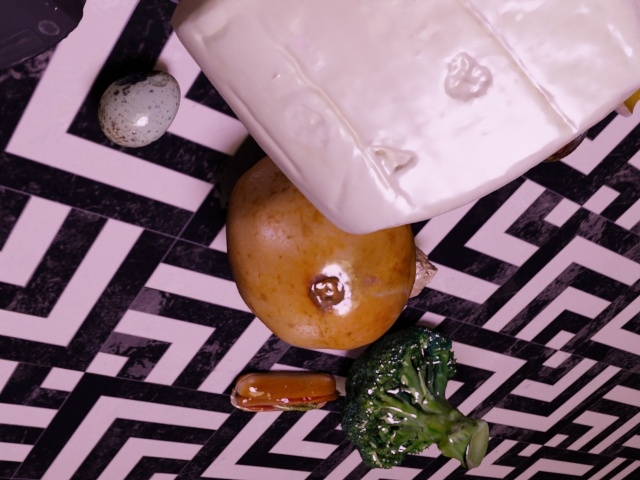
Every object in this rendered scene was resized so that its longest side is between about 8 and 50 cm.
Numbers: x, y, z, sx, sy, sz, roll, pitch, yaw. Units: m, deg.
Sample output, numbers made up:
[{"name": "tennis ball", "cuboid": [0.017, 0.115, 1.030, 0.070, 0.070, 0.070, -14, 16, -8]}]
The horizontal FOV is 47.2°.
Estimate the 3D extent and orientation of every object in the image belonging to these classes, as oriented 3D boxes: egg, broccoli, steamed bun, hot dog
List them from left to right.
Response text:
[{"name": "egg", "cuboid": [-0.220, -0.163, 0.897, 0.110, 0.085, 0.085, -40, 135, 11]}, {"name": "hot dog", "cuboid": [-0.062, 0.300, 1.439, 0.235, 0.062, 0.092, 4, 127, -27]}, {"name": "egg", "cuboid": [0.120, 0.051, 1.231, 0.140, 0.118, 0.116, -16, 120, -20]}, {"name": "broccoli", "cuboid": [0.186, 0.307, 1.403, 0.297, 0.297, 0.297, -23, 121, -44]}, {"name": "steamed bun", "cuboid": [0.104, -0.261, 0.728, 0.456, 0.290, 0.371, -30, 114, 22]}]

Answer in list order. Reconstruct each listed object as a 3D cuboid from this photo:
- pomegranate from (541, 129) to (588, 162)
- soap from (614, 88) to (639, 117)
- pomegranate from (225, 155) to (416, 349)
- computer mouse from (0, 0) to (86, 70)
[{"name": "pomegranate", "cuboid": [0.292, -0.177, 1.030, 0.169, 0.148, 0.148, -8, 145, 29]}, {"name": "soap", "cuboid": [0.355, -0.276, 0.990, 0.073, 0.140, 0.232, -42, 134, 19]}, {"name": "pomegranate", "cuboid": [0.001, 0.013, 1.013, 0.307, 0.307, 0.307, -12, 136, -12]}, {"name": "computer mouse", "cuboid": [-0.366, -0.281, 0.702, 0.170, 0.100, 0.269, -15, 150, 20]}]
